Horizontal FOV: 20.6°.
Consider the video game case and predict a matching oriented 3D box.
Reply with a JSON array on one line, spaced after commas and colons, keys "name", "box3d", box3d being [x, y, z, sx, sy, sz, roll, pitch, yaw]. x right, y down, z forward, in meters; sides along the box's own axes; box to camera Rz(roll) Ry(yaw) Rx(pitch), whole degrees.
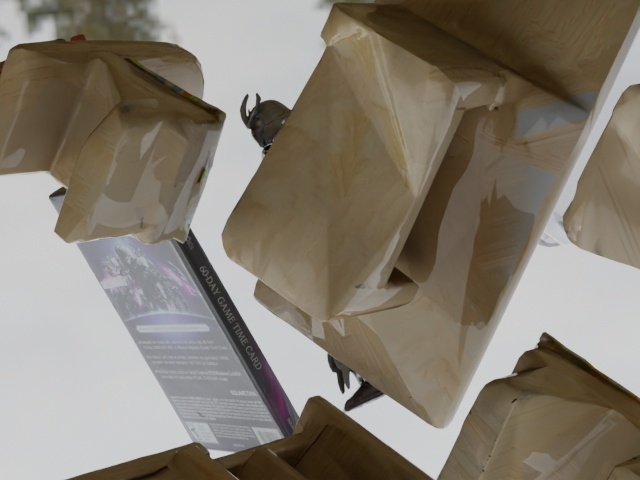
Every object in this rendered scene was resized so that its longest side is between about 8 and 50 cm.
[{"name": "video game case", "box3d": [-0.123, 0.067, 1.523, 0.026, 0.274, 0.196, -35, -166, -27]}]

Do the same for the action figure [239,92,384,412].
[{"name": "action figure", "box3d": [0.000, 0.000, 1.497, 0.099, 0.285, 0.185, -26, 174, -4]}]

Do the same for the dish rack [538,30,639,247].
[{"name": "dish rack", "box3d": [0.225, -0.102, 1.341, 0.333, 0.285, 0.072, 28, -152, -60]}]

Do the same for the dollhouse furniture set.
[{"name": "dollhouse furniture set", "box3d": [0.040, 0.033, 0.846, 0.362, 0.394, 0.256, 34, -157, 27]}]

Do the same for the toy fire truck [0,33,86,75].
[{"name": "toy fire truck", "box3d": [-0.233, -0.123, 1.537, 0.192, 0.047, 0.135, -20, -146, -4]}]
